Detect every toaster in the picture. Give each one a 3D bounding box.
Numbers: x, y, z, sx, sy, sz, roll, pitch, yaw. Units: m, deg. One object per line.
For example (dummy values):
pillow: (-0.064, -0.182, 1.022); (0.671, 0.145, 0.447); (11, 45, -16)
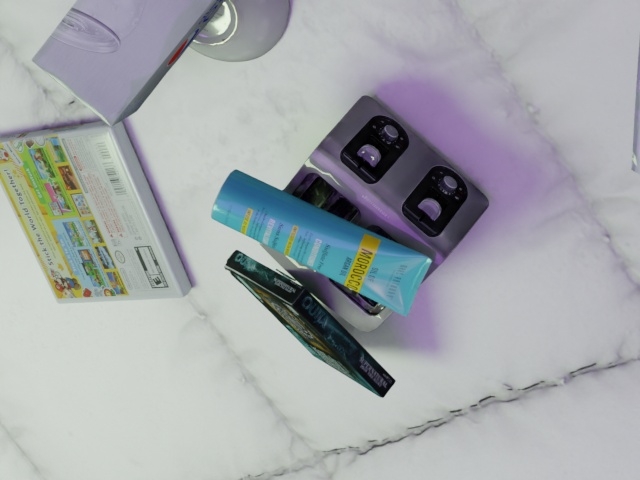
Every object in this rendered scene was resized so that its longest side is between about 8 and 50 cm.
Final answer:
toaster: (0.042, -0.021, 1.185); (0.168, 0.110, 0.186); (42, 131, 0)

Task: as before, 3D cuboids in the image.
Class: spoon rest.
spoon rest: (-0.159, -0.268, 1.172); (0.276, 0.084, 0.137); (25, 132, -3)

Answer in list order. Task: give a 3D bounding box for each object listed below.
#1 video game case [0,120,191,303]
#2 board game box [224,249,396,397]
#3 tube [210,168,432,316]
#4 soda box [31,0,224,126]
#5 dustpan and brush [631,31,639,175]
video game case: (-0.276, -0.028, 1.421); (0.206, 0.026, 0.227); (-4, 118, 32)
board game box: (-0.011, 0.088, 1.261); (0.126, 0.026, 0.186); (27, 164, 48)
tube: (0.000, 0.000, 1.123); (0.207, 0.052, 0.080); (25, 139, 6)
soda box: (-0.129, -0.242, 1.076); (0.098, 0.091, 0.286); (41, 107, -6)
dustpan and brush: (0.370, -0.113, 0.979); (0.211, 0.060, 0.147); (11, 112, 32)
